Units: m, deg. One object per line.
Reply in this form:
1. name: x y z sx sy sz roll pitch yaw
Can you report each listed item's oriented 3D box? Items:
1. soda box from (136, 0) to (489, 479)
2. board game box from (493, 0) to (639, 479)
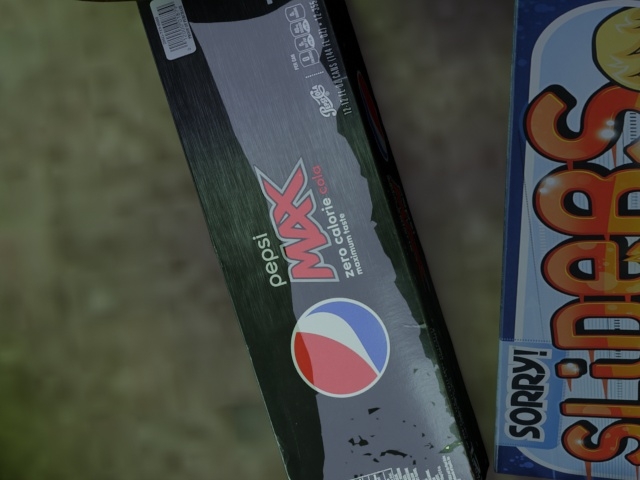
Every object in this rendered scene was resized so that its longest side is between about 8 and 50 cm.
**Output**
1. soda box: 0.000 0.000 0.521 0.053 0.060 0.169 -17 91 8
2. board game box: 0.115 0.000 0.450 0.136 0.201 0.035 5 51 9
